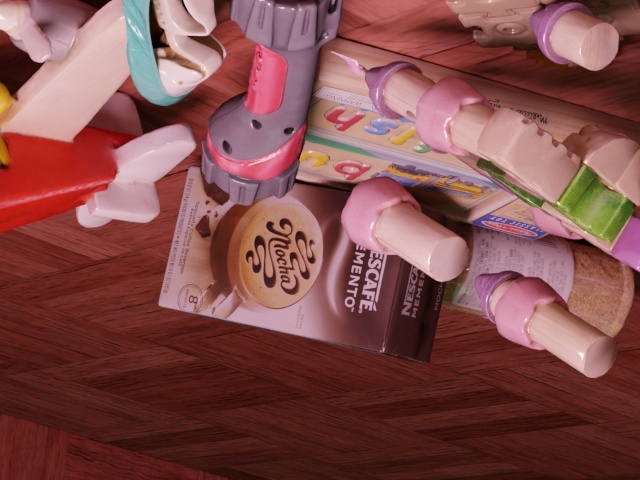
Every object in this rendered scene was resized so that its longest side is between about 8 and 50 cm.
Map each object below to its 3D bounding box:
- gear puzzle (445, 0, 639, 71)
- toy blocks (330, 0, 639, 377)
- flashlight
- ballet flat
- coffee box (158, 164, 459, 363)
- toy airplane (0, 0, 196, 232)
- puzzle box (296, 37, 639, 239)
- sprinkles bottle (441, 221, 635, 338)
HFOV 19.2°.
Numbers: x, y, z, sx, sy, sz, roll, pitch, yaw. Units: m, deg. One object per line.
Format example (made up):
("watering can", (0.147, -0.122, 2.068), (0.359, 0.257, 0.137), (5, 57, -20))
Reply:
("gear puzzle", (0.199, -0.218, 1.636), (0.176, 0.044, 0.339), (-4, 162, 21))
("toy blocks", (0.181, -0.085, 1.721), (0.289, 0.309, 0.260), (32, -179, -38))
("flashlight", (-0.054, -0.151, 1.745), (0.103, 0.103, 0.304), (41, 154, 18))
("ballet flat", (-0.128, -0.186, 1.661), (0.087, 0.083, 0.247), (36, 156, 27))
("coffee box", (-0.014, 0.025, 2.095), (0.297, 0.168, 0.119), (10, 175, 30))
("toy airplane", (-0.321, -0.105, 1.863), (0.386, 0.272, 0.384), (-31, 172, -4))
("puzzle box", (0.123, -0.099, 1.985), (0.409, 0.052, 0.272), (13, 161, -22))
("sprinkles bottle", (0.195, 0.034, 2.244), (0.355, 0.121, 0.121), (13, 160, -20))
